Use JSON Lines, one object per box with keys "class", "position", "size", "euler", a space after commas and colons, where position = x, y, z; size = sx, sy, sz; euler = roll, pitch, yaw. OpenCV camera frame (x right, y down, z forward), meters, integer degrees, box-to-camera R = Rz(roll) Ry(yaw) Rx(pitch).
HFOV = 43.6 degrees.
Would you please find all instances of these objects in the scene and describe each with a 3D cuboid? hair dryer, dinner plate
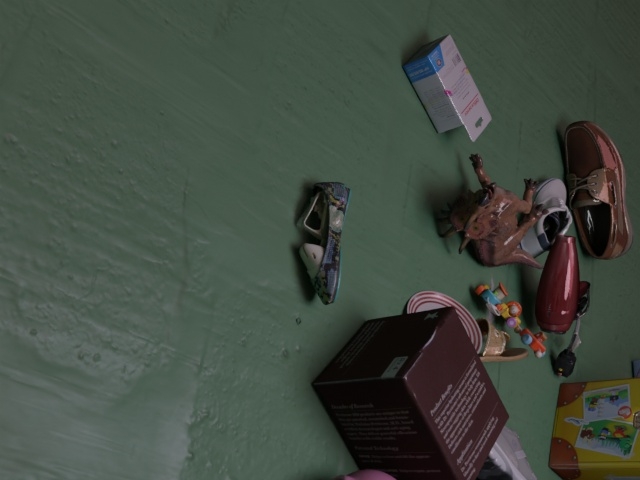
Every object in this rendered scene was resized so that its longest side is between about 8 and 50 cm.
{"class": "hair dryer", "position": [0.484, 0.106, 1.601], "size": [0.293, 0.080, 0.223], "euler": [74, 33, -41]}
{"class": "dinner plate", "position": [0.202, 0.142, 1.318], "size": [0.141, 0.017, 0.141], "euler": [18, 43, -18]}

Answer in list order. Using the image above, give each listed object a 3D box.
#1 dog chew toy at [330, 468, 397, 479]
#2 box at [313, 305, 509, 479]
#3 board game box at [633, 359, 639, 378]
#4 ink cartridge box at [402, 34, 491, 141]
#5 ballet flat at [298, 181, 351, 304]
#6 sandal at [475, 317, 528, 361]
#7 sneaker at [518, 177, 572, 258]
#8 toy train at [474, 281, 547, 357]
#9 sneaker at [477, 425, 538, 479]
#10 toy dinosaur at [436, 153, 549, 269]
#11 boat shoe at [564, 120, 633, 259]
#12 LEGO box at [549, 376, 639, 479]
{"class": "dog chew toy", "position": [0.124, 0.435, 1.069], "size": [0.332, 0.206, 0.206], "euler": [48, 48, -14]}
{"class": "box", "position": [0.134, 0.231, 1.148], "size": [0.168, 0.167, 0.203], "euler": [-43, 110, -44]}
{"class": "board game box", "position": [0.862, 0.467, 1.933], "size": [0.319, 0.066, 0.318], "euler": [21, 64, -42]}
{"class": "ink cartridge box", "position": [0.236, -0.272, 1.474], "size": [0.181, 0.061, 0.104], "euler": [58, 45, -17]}
{"class": "ballet flat", "position": [0.000, 0.000, 1.158], "size": [0.070, 0.070, 0.188], "euler": [28, 58, -39]}
{"class": "sandal", "position": [0.277, 0.173, 1.376], "size": [0.240, 0.088, 0.079], "euler": [-6, 90, -42]}
{"class": "sneaker", "position": [0.473, -0.046, 1.642], "size": [0.094, 0.091, 0.258], "euler": [55, 46, -21]}
{"class": "toy train", "position": [0.352, 0.136, 1.450], "size": [0.166, 0.046, 0.125], "euler": [42, 9, -27]}
{"class": "sneaker", "position": [0.325, 0.378, 1.356], "size": [0.281, 0.105, 0.115], "euler": [54, 46, -22]}
{"class": "toy dinosaur", "position": [0.309, -0.020, 1.449], "size": [0.200, 0.127, 0.295], "euler": [-55, 134, -30]}
{"class": "boat shoe", "position": [0.615, -0.110, 1.794], "size": [0.116, 0.123, 0.324], "euler": [-20, 92, -46]}
{"class": "LEGO box", "position": [0.758, 0.418, 1.515], "size": [0.372, 0.500, 0.193], "euler": [42, 51, -31]}
